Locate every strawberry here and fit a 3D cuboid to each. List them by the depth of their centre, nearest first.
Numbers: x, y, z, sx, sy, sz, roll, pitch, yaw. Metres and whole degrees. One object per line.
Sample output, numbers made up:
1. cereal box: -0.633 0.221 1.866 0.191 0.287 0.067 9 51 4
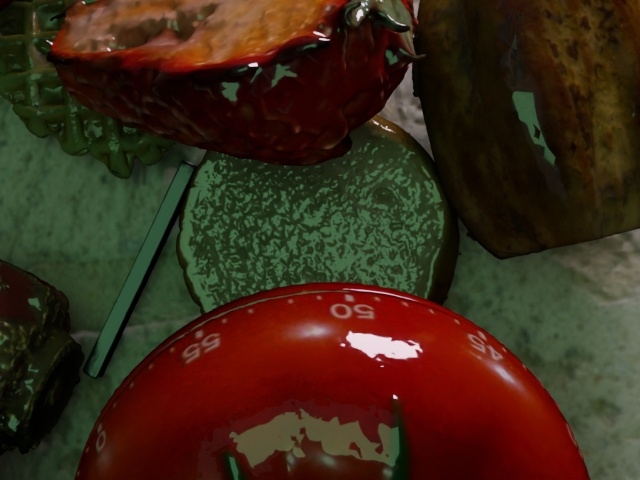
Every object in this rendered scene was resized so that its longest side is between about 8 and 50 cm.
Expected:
1. strawberry: -0.049 -0.134 1.442 0.280 0.150 0.253 -29 37 5

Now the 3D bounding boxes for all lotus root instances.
1. lotus root: 0.163 -0.125 1.468 0.193 0.193 0.291 -13 79 7

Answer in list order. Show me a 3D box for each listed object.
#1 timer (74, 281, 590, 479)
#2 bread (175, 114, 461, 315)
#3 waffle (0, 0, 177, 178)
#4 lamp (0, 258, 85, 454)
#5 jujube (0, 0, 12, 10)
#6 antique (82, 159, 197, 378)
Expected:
1. timer: 0.008 0.215 1.358 0.378 0.279 0.378 -1 107 -2
2. bread: 0.000 0.000 1.519 0.236 0.070 0.236 -1 82 9
3. waffle: -0.166 -0.167 1.572 0.208 0.054 0.214 41 84 14
4. lamp: -0.325 0.067 1.508 0.274 0.177 0.177 27 87 10
5. jujube: -0.264 -0.321 1.520 0.216 0.216 0.342 31 81 11
6. antique: -0.146 0.024 1.556 0.015 0.031 0.192 25 86 4
